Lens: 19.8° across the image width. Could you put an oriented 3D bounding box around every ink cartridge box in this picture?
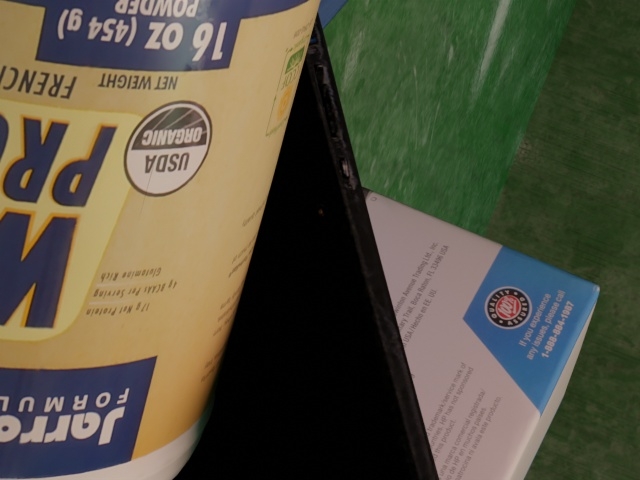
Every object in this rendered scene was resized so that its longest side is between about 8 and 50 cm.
[{"bbox_3d":[-0.007,0.081,1.196,0.223,0.307,0.129,-58,165,-37],"label":"ink cartridge box"}]

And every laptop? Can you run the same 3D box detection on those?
[{"bbox_3d":[0.000,0.000,0.932,0.382,0.236,0.408,-43,-126,51],"label":"laptop"}]

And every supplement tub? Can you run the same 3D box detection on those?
[{"bbox_3d":[-0.134,-0.026,0.705,0.228,0.228,0.316,-41,150,-62],"label":"supplement tub"}]
